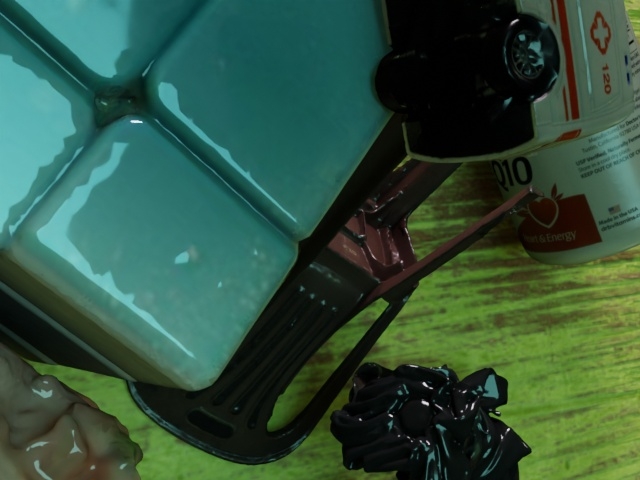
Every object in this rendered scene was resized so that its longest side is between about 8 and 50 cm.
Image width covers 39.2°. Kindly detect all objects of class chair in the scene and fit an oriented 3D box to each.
[{"bbox_3d":[0.000,0.000,0.699,0.175,0.183,0.326,34,116,-25],"label":"chair"}]

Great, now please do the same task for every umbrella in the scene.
[{"bbox_3d":[0.108,0.157,0.713,0.272,0.110,0.122,34,33,-58],"label":"umbrella"}]

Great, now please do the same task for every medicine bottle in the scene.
[{"bbox_3d":[0.208,-0.135,0.799,0.157,0.157,0.289,-30,101,-28],"label":"medicine bottle"}]

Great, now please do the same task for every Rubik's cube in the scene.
[{"bbox_3d":[-0.149,-0.137,0.503,0.316,0.318,0.322,43,67,-20],"label":"Rubik's cube"}]

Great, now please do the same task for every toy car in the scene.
[{"bbox_3d":[0.079,-0.141,0.404,0.108,0.089,0.210,-15,99,-34],"label":"toy car"}]

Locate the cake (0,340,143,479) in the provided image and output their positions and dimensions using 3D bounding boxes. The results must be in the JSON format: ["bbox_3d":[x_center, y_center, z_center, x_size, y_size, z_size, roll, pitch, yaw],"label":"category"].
[{"bbox_3d":[-0.289,0.119,0.416,0.314,0.306,0.293,38,68,-23],"label":"cake"}]
